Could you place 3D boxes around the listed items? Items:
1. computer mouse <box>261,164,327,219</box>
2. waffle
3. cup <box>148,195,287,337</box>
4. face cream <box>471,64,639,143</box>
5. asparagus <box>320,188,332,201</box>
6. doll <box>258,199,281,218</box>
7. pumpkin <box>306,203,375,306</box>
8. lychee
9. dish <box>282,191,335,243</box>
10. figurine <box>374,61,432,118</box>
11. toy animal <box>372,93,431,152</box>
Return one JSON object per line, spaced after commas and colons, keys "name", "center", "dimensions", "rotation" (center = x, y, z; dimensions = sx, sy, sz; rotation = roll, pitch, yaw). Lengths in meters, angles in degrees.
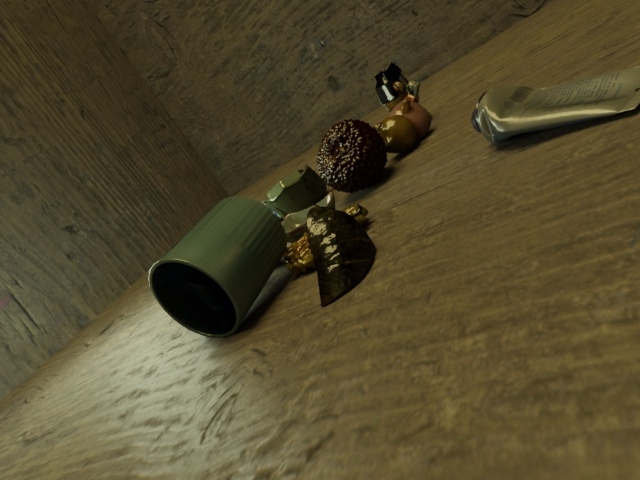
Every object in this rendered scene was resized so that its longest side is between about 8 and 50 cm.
{"name": "computer mouse", "center": [-0.080, -0.168, 2.055], "dimensions": [0.228, 0.145, 0.429], "rotation": [-40, -2, 9]}
{"name": "waffle", "center": [0.004, -0.001, 1.495], "dimensions": [0.282, 0.058, 0.301], "rotation": [-41, 14, -21]}
{"name": "cup", "center": [-0.250, 0.085, 1.441], "dimensions": [0.257, 0.331, 0.311], "rotation": [5, 39, 24]}
{"name": "face cream", "center": [0.545, -0.324, 1.244], "dimensions": [0.235, 0.137, 0.420], "rotation": [-42, 24, -31]}
{"name": "asparagus", "center": [0.013, -0.155, 2.058], "dimensions": [0.163, 0.016, 0.016], "rotation": [-50, -5, -47]}
{"name": "doll", "center": [-0.273, -0.107, 2.259], "dimensions": [0.257, 0.161, 0.215], "rotation": [-22, -12, 5]}
{"name": "pumpkin", "center": [0.037, -0.002, 1.211], "dimensions": [0.111, 0.163, 0.278], "rotation": [-28, 17, 31]}
{"name": "lychee", "center": [0.122, -0.287, 1.832], "dimensions": [0.271, 0.271, 0.271], "rotation": [-32, 15, 9]}
{"name": "dish", "center": [-0.040, -0.061, 1.748], "dimensions": [0.212, 0.077, 0.151], "rotation": [-26, 19, 31]}
{"name": "figurine", "center": [0.334, -0.598, 2.235], "dimensions": [0.143, 0.308, 0.309], "rotation": [-49, 20, -30]}
{"name": "toy animal", "center": [0.302, -0.412, 1.972], "dimensions": [0.169, 0.195, 0.281], "rotation": [25, 46, 27]}
